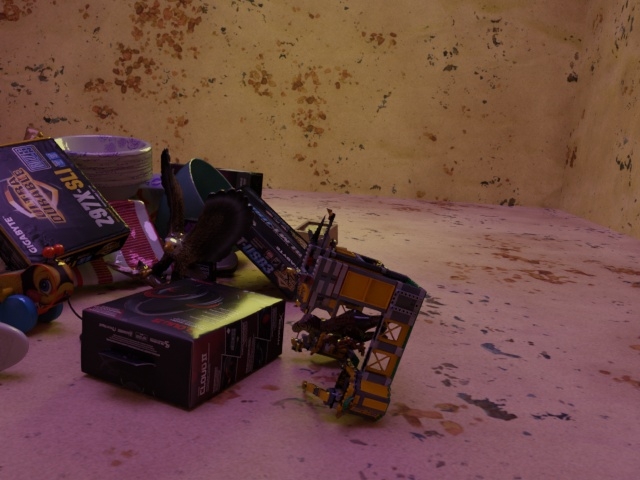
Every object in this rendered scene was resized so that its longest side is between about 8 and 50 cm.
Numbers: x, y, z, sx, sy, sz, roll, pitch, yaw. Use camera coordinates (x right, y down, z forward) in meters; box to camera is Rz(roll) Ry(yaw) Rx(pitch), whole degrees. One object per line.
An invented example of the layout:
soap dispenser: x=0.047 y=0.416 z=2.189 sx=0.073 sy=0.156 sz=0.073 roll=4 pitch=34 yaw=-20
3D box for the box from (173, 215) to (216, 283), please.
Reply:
box: x=-0.307 y=0.026 z=1.498 sx=0.116 sy=0.162 sz=0.029 roll=9 pitch=16 yaw=25

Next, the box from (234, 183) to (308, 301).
box: x=-0.132 y=-0.007 z=1.538 sx=0.295 sy=0.073 sz=0.293 roll=45 pitch=10 yaw=-2

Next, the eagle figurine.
eagle figurine: x=-0.297 y=-0.019 z=1.346 sx=0.226 sy=0.298 sz=0.225 roll=25 pitch=4 yaw=-32

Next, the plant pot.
plant pot: x=-0.352 y=-0.061 z=1.757 sx=0.195 sy=0.290 sz=0.290 roll=-32 pitch=3 yaw=14

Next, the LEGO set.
LEGO set: x=0.007 y=0.110 z=0.956 sx=0.192 sy=0.255 sz=0.331 roll=19 pitch=15 yaw=-13

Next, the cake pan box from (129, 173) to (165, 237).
cake pan box: x=-0.558 y=-0.104 z=1.884 sx=0.245 sy=0.267 sz=0.070 roll=5 pitch=56 yaw=5

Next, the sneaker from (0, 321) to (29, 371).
sneaker: x=-0.593 y=0.140 z=0.949 sx=0.295 sy=0.105 sz=0.147 roll=-2 pitch=17 yaw=-7

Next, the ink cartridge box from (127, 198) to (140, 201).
ink cartridge box: x=-0.735 y=-0.043 z=1.688 sx=0.384 sy=0.160 sz=0.279 roll=6 pitch=12 yaw=11

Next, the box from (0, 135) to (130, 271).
box: x=-0.619 y=-0.077 z=1.346 sx=0.322 sy=0.079 sz=0.257 roll=47 pitch=34 yaw=12

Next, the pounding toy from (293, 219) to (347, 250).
pounding toy: x=0.000 y=0.000 z=1.965 sx=0.130 sy=0.100 sz=0.141 roll=9 pitch=23 yaw=24

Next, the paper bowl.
paper bowl: x=-0.598 y=-0.192 z=1.654 sx=0.284 sy=0.148 sz=0.284 roll=3 pitch=20 yaw=-1

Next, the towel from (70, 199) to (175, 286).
towel: x=-0.526 y=0.001 z=1.443 sx=0.329 sy=0.037 sz=0.237 roll=-5 pitch=55 yaw=-44

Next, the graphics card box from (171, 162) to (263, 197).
graphics card box: x=-0.382 y=-0.137 z=2.116 sx=0.370 sy=0.233 sz=0.094 roll=10 pitch=8 yaw=23

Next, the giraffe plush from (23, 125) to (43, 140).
giraffe plush: x=-0.780 y=-0.208 z=1.779 sx=0.170 sy=0.181 sz=0.210 roll=12 pitch=-29 yaw=-25

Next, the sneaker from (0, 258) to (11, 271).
sneaker: x=-0.671 y=0.068 z=1.322 sx=0.090 sy=0.095 sz=0.235 roll=0 pitch=16 yaw=-37

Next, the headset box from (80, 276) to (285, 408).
headset box: x=-0.222 y=0.156 z=0.997 sx=0.218 sy=0.110 sz=0.293 roll=10 pitch=12 yaw=26

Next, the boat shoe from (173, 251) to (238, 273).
boat shoe: x=-0.318 y=0.067 z=1.604 sx=0.206 sy=0.075 sz=0.065 roll=-2 pitch=-31 yaw=-5

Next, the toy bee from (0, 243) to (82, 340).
toy bee: x=-0.519 y=0.083 z=1.136 sx=0.298 sy=0.162 sz=0.195 roll=2 pitch=9 yaw=-9
